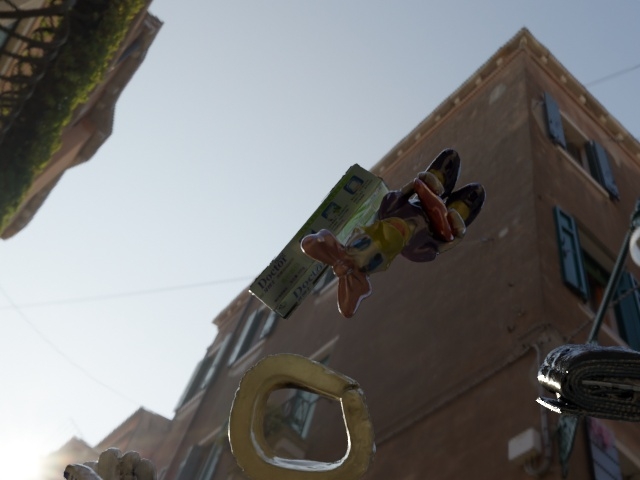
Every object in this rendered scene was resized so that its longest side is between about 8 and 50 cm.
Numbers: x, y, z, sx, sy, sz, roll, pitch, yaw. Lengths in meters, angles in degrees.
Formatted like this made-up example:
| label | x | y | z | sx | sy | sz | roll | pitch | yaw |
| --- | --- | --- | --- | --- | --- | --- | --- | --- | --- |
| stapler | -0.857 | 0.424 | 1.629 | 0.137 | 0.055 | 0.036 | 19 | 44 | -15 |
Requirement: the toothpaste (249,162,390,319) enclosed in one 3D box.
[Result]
| label | x | y | z | sx | sy | sz | roll | pitch | yaw |
| --- | --- | --- | --- | --- | --- | --- | --- | --- | --- |
| toothpaste | 0.000 | 0.000 | 1.375 | 0.081 | 0.336 | 0.067 | 36 | -6 | 35 |

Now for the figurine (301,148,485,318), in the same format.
| label | x | y | z | sx | sy | sz | roll | pitch | yaw |
| --- | --- | --- | --- | --- | --- | --- | --- | --- | --- |
| figurine | 0.140 | -0.023 | 1.195 | 0.193 | 0.421 | 0.154 | -34 | -92 | 35 |

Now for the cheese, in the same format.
| label | x | y | z | sx | sy | sz | roll | pitch | yaw |
| --- | --- | --- | --- | --- | --- | --- | --- | --- | --- |
| cheese | -0.032 | 0.416 | 1.563 | 0.332 | 0.153 | 0.292 | 12 | -99 | 8 |

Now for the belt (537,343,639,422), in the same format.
| label | x | y | z | sx | sy | sz | roll | pitch | yaw |
| --- | --- | --- | --- | --- | --- | --- | --- | --- | --- |
| belt | 0.477 | 0.234 | 1.145 | 0.218 | 0.128 | 0.122 | 9 | -92 | -4 |

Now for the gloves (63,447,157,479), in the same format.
| label | x | y | z | sx | sy | sz | roll | pitch | yaw |
| --- | --- | --- | --- | --- | --- | --- | --- | --- | --- |
| gloves | -0.227 | 0.312 | 0.800 | 0.119 | 0.097 | 0.229 | 44 | -11 | -34 |
